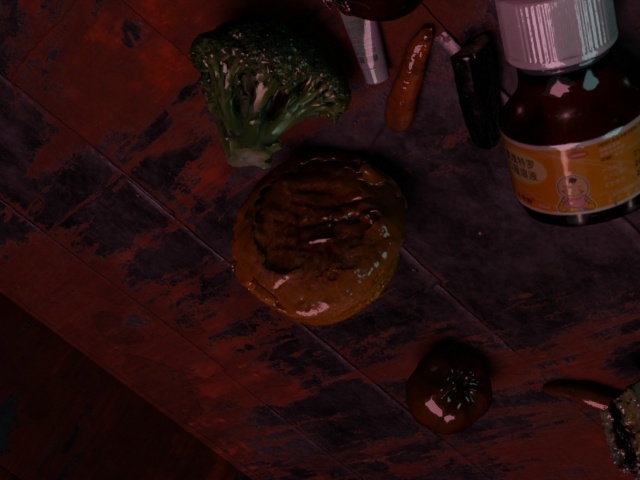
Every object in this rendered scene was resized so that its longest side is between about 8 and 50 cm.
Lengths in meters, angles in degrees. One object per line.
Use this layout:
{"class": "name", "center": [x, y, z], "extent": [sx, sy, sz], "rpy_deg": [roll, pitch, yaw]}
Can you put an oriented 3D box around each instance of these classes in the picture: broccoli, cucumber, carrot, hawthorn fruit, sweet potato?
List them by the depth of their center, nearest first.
{"class": "cucumber", "center": [0.277, -0.249, 1.631], "extent": [0.074, 0.074, 0.241], "rpy_deg": [8, 141, 26]}
{"class": "carrot", "center": [0.159, -0.288, 1.679], "extent": [0.059, 0.059, 0.248], "rpy_deg": [23, 142, 7]}
{"class": "broccoli", "center": [-0.100, -0.272, 1.702], "extent": [0.307, 0.275, 0.308], "rpy_deg": [3, 160, 1]}
{"class": "sweet potato", "center": [0.634, 0.367, 2.166], "extent": [0.255, 0.058, 0.078], "rpy_deg": [13, 162, 27]}
{"class": "hawthorn fruit", "center": [0.309, 0.380, 2.289], "extent": [0.208, 0.208, 0.248], "rpy_deg": [24, 156, 6]}

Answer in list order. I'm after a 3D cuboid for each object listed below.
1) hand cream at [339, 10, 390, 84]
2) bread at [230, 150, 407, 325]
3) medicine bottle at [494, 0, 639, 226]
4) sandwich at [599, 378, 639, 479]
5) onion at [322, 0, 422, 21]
{"class": "hand cream", "center": [0.079, -0.363, 1.653], "extent": [0.076, 0.047, 0.174], "rpy_deg": [1, 128, 34]}
{"class": "bread", "center": [0.003, -0.002, 1.904], "extent": [0.336, 0.358, 0.204], "rpy_deg": [36, 169, 23]}
{"class": "medicine bottle", "center": [0.385, -0.232, 1.458], "extent": [0.242, 0.242, 0.395], "rpy_deg": [-1, 122, 35]}
{"class": "sandwich", "center": [0.750, 0.412, 1.964], "extent": [0.325, 0.262, 0.131], "rpy_deg": [33, 146, -6]}
{"class": "onion", "center": [0.070, -0.450, 1.409], "extent": [0.221, 0.280, 0.281], "rpy_deg": [56, 174, 51]}
